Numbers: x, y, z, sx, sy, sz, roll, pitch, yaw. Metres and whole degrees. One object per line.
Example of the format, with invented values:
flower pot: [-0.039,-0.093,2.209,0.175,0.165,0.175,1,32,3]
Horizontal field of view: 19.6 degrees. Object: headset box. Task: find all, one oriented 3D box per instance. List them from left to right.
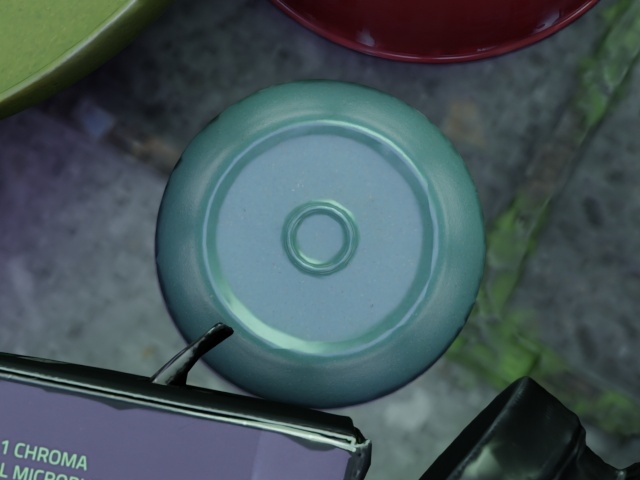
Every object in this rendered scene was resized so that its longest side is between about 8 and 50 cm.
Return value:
headset box: [-0.073,0.159,0.535,0.131,0.246,0.283,11,84,2]

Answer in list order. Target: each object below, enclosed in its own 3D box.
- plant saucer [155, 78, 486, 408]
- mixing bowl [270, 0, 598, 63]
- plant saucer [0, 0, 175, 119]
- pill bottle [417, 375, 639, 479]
plant saucer: [0.000,0.000,0.659,0.119,0.021,0.119,0,86,0]
mixing bowl: [0.041,-0.158,0.633,0.181,0.098,0.181,0,85,1]
plant saucer: [-0.101,-0.129,0.608,0.241,0.037,0.241,-16,57,25]
pill bottle: [0.117,0.150,0.596,0.219,0.123,0.123,41,87,3]
